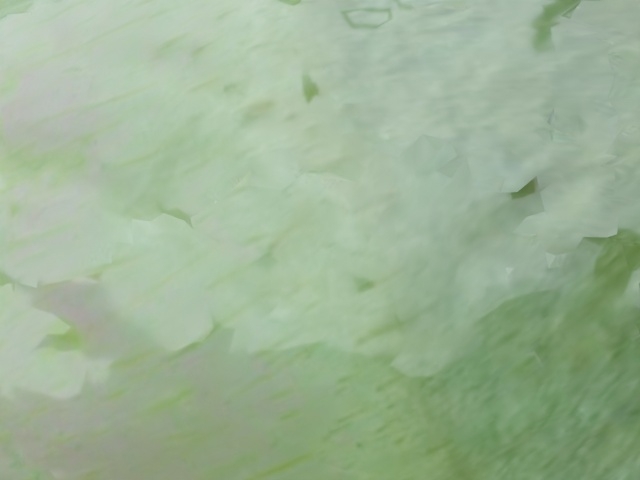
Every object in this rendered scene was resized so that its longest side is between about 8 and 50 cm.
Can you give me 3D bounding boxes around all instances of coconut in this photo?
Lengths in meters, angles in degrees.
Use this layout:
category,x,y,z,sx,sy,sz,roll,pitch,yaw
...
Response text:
category,x,y,z,sx,sy,sz,roll,pitch,yaw
coconut,0.000,0.000,0.514,0.328,0.328,0.281,18,-6,40
